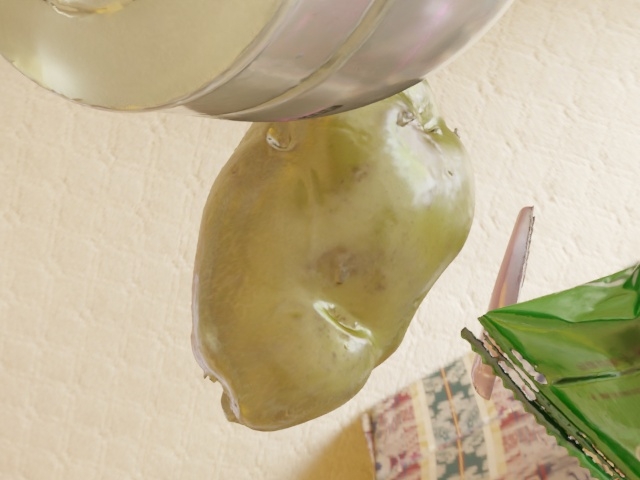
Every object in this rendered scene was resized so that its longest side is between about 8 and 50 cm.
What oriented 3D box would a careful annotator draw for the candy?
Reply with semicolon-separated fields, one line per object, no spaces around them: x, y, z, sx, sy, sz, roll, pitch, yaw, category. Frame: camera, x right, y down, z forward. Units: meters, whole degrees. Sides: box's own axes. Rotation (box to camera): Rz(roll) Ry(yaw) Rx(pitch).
0.191;0.055;0.466;0.203;0.078;0.141;-39;84;33;candy

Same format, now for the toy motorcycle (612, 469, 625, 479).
0.480;0.383;1.261;0.148;0.325;0.221;17;109;-3;toy motorcycle

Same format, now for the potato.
0.002;0.001;0.783;0.218;0.202;0.351;30;81;-6;potato

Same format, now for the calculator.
0.271;0.076;1.311;0.043;0.294;0.194;14;135;11;calculator

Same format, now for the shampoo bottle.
-0.029;-0.192;0.430;0.273;0.266;0.273;13;115;30;shampoo bottle
